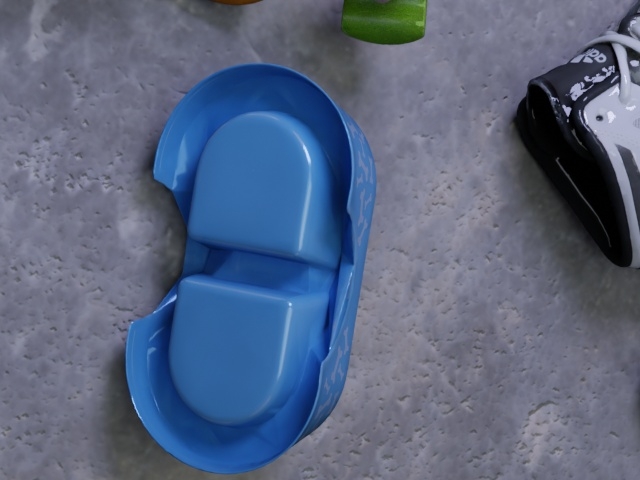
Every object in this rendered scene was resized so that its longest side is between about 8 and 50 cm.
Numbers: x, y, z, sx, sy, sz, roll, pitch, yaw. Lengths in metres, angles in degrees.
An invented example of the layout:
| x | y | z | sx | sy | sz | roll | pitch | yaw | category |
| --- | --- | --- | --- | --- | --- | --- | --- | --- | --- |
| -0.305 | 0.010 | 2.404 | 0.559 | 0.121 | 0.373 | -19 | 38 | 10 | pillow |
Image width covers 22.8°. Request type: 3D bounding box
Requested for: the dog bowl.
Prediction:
| x | y | z | sx | sy | sz | roll | pitch | yaw | category |
| --- | --- | --- | --- | --- | --- | --- | --- | --- | --- |
| -0.045 | 0.022 | 1.173 | 0.074 | 0.166 | 0.297 | 7 | 93 | -62 | dog bowl |

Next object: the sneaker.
| x | y | z | sx | sy | sz | roll | pitch | yaw | category |
| --- | --- | --- | --- | --- | --- | --- | --- | --- | --- |
| 0.302 | -0.183 | 1.289 | 0.258 | 0.169 | 0.447 | -3 | 99 | -25 | sneaker |

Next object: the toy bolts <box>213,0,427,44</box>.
| x | y | z | sx | sy | sz | roll | pitch | yaw | category |
| --- | --- | --- | --- | --- | --- | --- | --- | --- | --- |
| 0.002 | -0.284 | 1.160 | 0.218 | 0.228 | 0.158 | 8 | 56 | 3 | toy bolts |
